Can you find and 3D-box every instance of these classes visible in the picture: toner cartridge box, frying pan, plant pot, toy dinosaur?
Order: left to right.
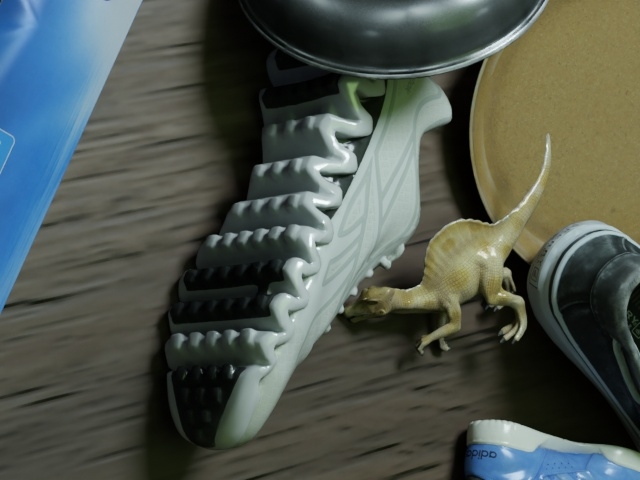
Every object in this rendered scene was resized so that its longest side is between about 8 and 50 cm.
[{"bbox_3d":[-0.193,-0.055,1.018,0.075,0.165,0.348,31,71,-29],"label":"toner cartridge box"},{"bbox_3d":[0.088,-0.213,1.207,0.326,0.197,0.053,-41,148,-26],"label":"frying pan"},{"bbox_3d":[0.105,0.018,1.257,0.183,0.053,0.092,-37,125,-14],"label":"toy dinosaur"},{"bbox_3d":[0.205,-0.083,1.322,0.236,0.032,0.236,-4,104,-18],"label":"plant pot"}]

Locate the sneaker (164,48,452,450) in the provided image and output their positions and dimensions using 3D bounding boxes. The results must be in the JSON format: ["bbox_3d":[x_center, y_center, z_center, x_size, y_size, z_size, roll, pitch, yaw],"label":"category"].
[{"bbox_3d":[0.000,0.000,1.183,0.118,0.110,0.292,35,69,-36],"label":"sneaker"}]

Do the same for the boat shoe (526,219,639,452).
[{"bbox_3d":[0.269,0.120,1.316,0.335,0.119,0.121,39,89,-27],"label":"boat shoe"}]

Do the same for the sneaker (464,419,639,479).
[{"bbox_3d":[0.161,0.175,1.296,0.152,0.058,0.084,16,73,-27],"label":"sneaker"}]
